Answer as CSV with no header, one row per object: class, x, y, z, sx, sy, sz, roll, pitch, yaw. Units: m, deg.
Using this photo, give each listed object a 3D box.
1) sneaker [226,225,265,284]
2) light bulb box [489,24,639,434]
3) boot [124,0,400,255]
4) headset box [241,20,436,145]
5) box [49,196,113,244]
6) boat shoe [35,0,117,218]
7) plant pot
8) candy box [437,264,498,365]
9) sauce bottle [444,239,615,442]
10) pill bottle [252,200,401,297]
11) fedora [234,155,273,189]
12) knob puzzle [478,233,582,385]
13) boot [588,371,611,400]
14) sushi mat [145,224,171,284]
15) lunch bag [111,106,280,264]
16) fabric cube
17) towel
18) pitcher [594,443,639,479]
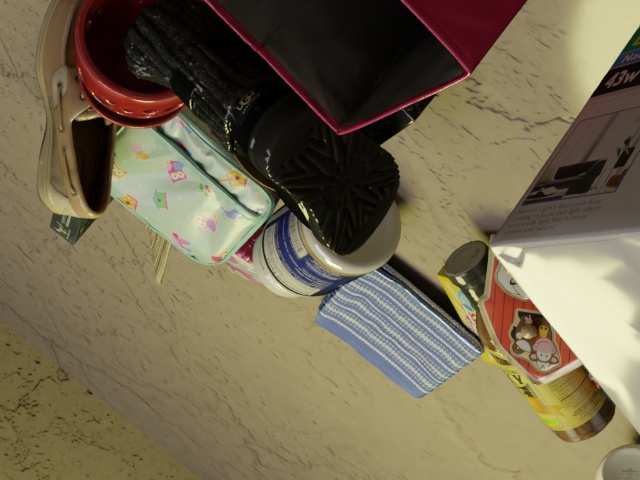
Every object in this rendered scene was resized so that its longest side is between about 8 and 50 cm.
sneaker,-0.135,0.004,2.335,0.252,0.103,0.111,37,159,11
light bulb box,0.407,-0.007,1.299,0.358,0.361,0.225,49,151,-23
boot,-0.060,-0.137,1.642,0.260,0.131,0.348,38,174,30
headset box,-0.006,-0.245,1.708,0.283,0.131,0.246,43,154,-9
box,-0.366,-0.108,2.351,0.059,0.183,0.232,39,156,-1
boat shoe,-0.341,-0.203,2.071,0.110,0.122,0.341,10,102,44
plant pot,-0.247,-0.258,1.948,0.191,0.191,0.174,39,164,-2
candy box,0.255,0.122,2.111,0.105,0.027,0.206,17,148,45
sauce bottle,0.294,0.141,1.999,0.111,0.111,0.344,-1,133,54
pill bottle,0.000,0.000,2.091,0.153,0.153,0.265,42,155,-9
fedora,-0.037,-0.154,1.864,0.194,0.194,0.079,42,139,-9
knob puzzle,0.288,0.095,1.839,0.213,0.213,0.030,21,-166,32
boot,0.368,0.141,1.935,0.244,0.088,0.176,36,160,4
sushi mat,-0.277,-0.047,2.426,0.316,0.019,0.151,117,139,-64
lunch bag,-0.202,-0.109,2.161,0.279,0.108,0.224,40,131,-9
fabric cube,0.062,-0.302,1.375,0.259,0.258,0.254,44,155,-14
towel,0.119,0.149,2.295,0.243,0.040,0.336,39,158,2
pitcher,0.517,0.391,2.140,0.178,0.125,0.207,-3,148,25
